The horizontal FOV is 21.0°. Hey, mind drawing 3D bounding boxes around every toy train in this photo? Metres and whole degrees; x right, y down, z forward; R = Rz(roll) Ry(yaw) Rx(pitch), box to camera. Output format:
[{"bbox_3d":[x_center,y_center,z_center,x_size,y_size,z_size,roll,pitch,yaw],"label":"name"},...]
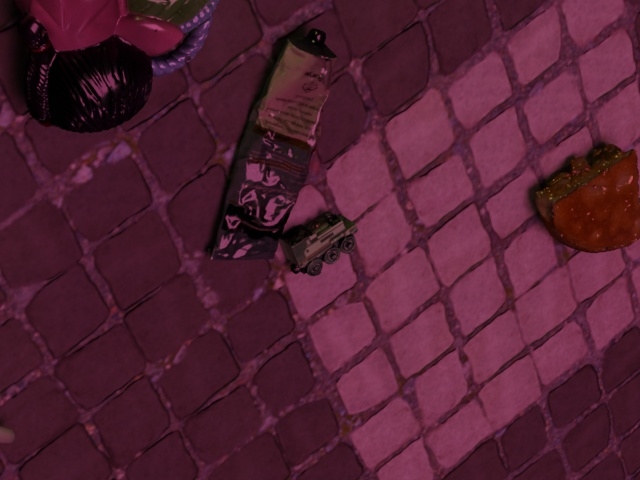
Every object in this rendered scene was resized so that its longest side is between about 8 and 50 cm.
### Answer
[{"bbox_3d":[0.000,0.000,1.777,0.083,0.033,0.053,-35,128,-18],"label":"toy train"}]

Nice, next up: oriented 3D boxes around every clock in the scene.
[{"bbox_3d":[-0.174,-0.197,1.485,0.194,0.100,0.195,-23,134,-26],"label":"clock"}]

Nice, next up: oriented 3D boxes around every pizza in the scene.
[{"bbox_3d":[0.319,-0.049,1.989,0.175,0.046,0.134,29,95,-44],"label":"pizza"}]

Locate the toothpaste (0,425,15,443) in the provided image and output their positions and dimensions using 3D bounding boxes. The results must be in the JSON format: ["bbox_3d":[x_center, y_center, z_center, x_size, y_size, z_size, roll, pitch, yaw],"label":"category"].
[{"bbox_3d":[-0.376,0.159,1.570,0.233,0.038,0.060,19,100,-40],"label":"toothpaste"}]

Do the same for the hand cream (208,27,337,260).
[{"bbox_3d":[-0.042,-0.092,1.691,0.075,0.052,0.248,13,113,-18],"label":"hand cream"}]
